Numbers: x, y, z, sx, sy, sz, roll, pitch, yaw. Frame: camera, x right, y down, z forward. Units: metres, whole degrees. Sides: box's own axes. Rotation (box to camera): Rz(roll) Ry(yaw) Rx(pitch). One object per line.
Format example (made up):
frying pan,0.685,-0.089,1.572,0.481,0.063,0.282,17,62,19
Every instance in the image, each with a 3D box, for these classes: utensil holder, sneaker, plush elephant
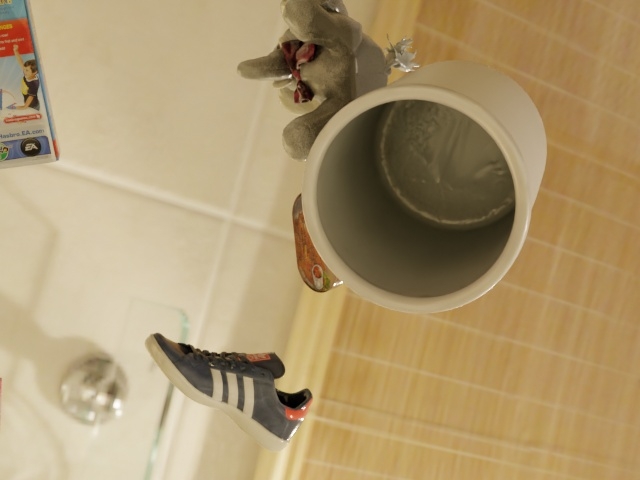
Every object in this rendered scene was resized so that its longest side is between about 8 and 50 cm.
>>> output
utensil holder,0.182,-0.104,1.768,0.327,0.327,0.385,-59,174,23
sneaker,-0.160,0.243,2.122,0.148,0.350,0.131,-50,-153,5
plush elephant,-0.020,-0.314,2.052,0.255,0.330,0.272,12,-67,41

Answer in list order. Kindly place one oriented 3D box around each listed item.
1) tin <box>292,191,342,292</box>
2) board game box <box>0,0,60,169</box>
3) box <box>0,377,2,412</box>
tin,0.000,0.000,2.086,0.106,0.040,0.189,8,-73,50
board game box,-0.616,-0.262,1.918,0.086,0.308,0.302,-114,-163,-69
box,-0.508,0.319,1.448,0.142,0.154,0.300,1,-93,28
